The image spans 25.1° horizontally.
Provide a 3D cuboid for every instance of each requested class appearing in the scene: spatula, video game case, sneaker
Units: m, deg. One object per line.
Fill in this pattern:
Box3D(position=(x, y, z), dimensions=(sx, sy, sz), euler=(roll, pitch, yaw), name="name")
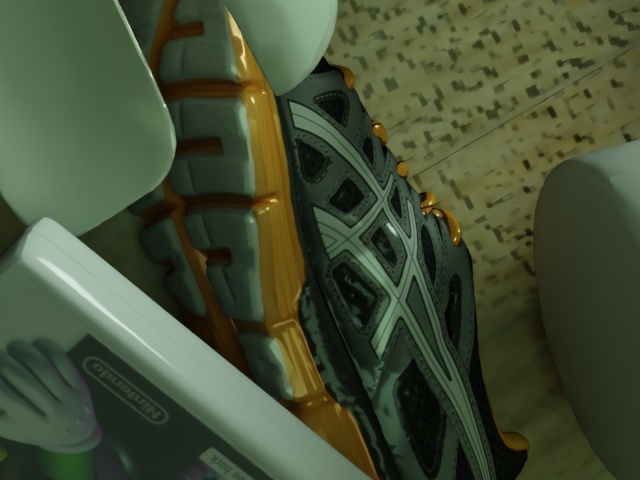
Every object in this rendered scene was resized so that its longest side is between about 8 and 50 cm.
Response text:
Box3D(position=(-0.063, -0.140, 0.364), dimensions=(0.168, 0.019, 0.242), euler=(-32, 85, 11), name="spatula")
Box3D(position=(-0.054, 0.103, 0.404), dimensions=(0.190, 0.022, 0.173), euler=(41, 124, -15), name="video game case")
Box3D(position=(0.000, 0.000, 0.429), dimensions=(0.083, 0.084, 0.215), euler=(-23, 104, -28), name="sneaker")

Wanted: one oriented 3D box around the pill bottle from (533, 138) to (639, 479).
Box3D(position=(0.190, 0.000, 0.440), dimensions=(0.229, 0.131, 0.131), euler=(-14, 101, -11), name="pill bottle")
